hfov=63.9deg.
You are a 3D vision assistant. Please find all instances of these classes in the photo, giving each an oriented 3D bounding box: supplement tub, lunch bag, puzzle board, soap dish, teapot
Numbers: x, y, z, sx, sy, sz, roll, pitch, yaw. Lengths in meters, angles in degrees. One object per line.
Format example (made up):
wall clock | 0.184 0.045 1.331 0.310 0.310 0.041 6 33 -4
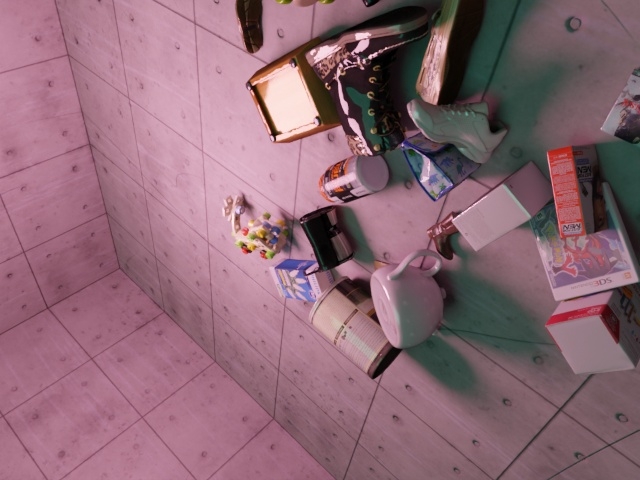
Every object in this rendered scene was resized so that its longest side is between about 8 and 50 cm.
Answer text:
supplement tub | 0.085 -0.168 1.411 0.190 0.117 0.117 -16 105 53
lunch bag | 0.269 -0.188 1.171 0.151 0.128 0.096 51 143 9
puzzle board | 0.221 0.115 1.572 0.128 0.011 0.096 16 128 41
soap dish | -0.067 -0.392 1.407 0.290 0.118 0.229 -4 115 51
teapot | 0.260 0.165 1.427 0.256 0.187 0.253 125 128 -81

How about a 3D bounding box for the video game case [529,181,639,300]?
video game case | 0.531 0.008 1.048 0.183 0.023 0.201 -31 68 55

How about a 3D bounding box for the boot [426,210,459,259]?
boot | 0.339 -0.012 1.317 0.106 0.037 0.114 52 140 1

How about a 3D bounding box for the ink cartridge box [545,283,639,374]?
ink cartridge box | 0.579 0.167 1.056 0.128 0.176 0.127 55 142 -2

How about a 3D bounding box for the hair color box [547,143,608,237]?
hair color box | 0.491 -0.095 0.978 0.053 0.093 0.167 -7 93 53

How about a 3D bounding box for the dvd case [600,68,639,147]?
dvd case | 0.561 -0.228 0.900 0.087 0.013 0.119 36 140 25

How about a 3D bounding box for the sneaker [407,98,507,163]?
sneaker | 0.291 -0.257 1.077 0.232 0.090 0.115 18 131 -23

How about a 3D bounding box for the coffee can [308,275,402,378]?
coffee can | 0.127 0.275 1.645 0.275 0.201 0.202 39 141 22

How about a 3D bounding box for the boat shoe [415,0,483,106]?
boat shoe | 0.250 -0.399 1.046 0.089 0.104 0.285 41 146 28

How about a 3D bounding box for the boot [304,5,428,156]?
boot | 0.131 -0.344 1.160 0.377 0.138 0.284 7 127 55

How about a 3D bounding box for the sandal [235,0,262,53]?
sandal | -0.204 -0.619 1.441 0.049 0.072 0.180 53 156 42

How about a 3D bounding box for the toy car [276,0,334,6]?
toy car | -0.039 -0.647 1.159 0.149 0.155 0.189 -24 86 54

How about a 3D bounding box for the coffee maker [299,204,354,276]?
coffee maker | 0.000 0.000 1.600 0.178 0.171 0.120 65 160 -11

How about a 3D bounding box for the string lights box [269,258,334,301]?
string lights box | -0.063 0.143 1.868 0.259 0.076 0.133 1 117 49

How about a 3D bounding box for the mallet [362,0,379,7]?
mallet | 0.146 -0.579 1.087 0.189 0.039 0.062 -31 91 50

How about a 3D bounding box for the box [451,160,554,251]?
box | 0.396 -0.072 1.115 0.091 0.130 0.170 53 145 5

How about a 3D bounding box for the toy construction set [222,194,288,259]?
toy construction set | -0.249 -0.038 1.875 0.327 0.151 0.215 31 163 42
